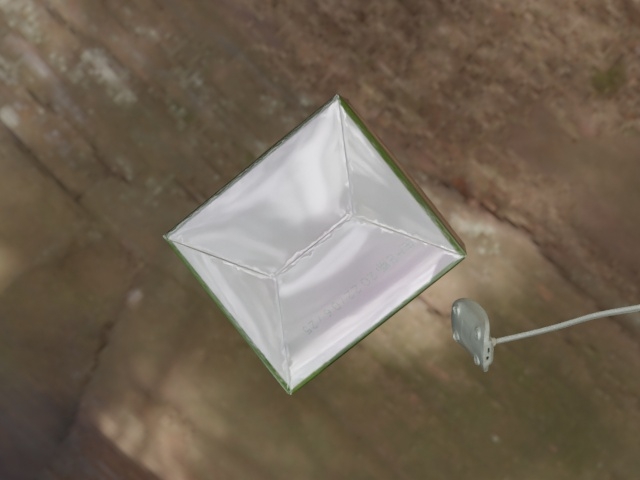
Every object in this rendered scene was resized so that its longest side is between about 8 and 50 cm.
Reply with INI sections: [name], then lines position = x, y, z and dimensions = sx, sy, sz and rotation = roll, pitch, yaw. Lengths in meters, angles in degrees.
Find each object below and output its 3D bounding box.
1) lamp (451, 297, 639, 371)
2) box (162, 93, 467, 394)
[lamp]
position = 0.199, 0.051, 1.076
dimensions = 0.056, 0.198, 0.050
rotation = -116, 16, -61
[box]
position = 0.000, 0.000, 1.266
dimensions = 0.177, 0.195, 0.148
rotation = 51, -174, -1
